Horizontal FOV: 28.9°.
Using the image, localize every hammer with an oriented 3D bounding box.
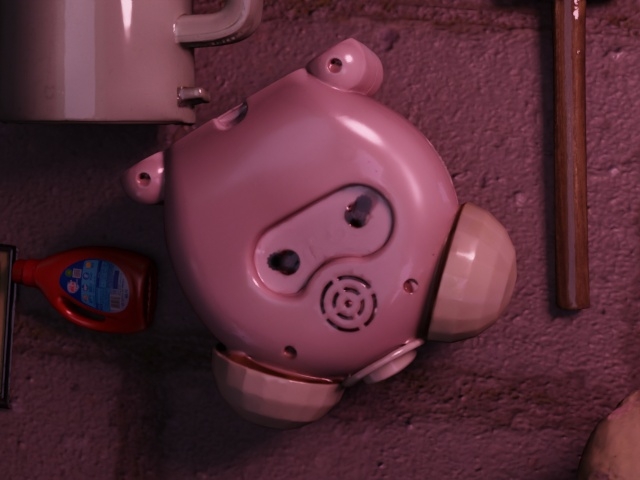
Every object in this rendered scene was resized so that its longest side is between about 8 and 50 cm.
[{"bbox_3d":[0.261,-0.111,1.287,0.111,0.043,0.366,-1,96,10],"label":"hammer"}]

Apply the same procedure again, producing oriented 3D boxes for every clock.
[{"bbox_3d":[0.000,0.000,1.281,0.342,0.184,0.326,-29,93,17],"label":"clock"}]

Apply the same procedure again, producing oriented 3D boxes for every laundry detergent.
[{"bbox_3d":[-0.267,0.051,1.395,0.165,0.049,0.097,7,99,13],"label":"laundry detergent"}]

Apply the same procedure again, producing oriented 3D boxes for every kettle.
[{"bbox_3d":[-0.209,-0.274,1.259,0.265,0.205,0.318,6,96,49],"label":"kettle"}]

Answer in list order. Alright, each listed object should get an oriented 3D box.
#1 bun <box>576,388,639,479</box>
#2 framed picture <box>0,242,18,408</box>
[{"bbox_3d":[0.343,0.247,1.188,0.168,0.273,0.273,-6,93,41],"label":"bun"},{"bbox_3d":[-0.447,0.090,1.449,0.199,0.010,0.195,6,95,11],"label":"framed picture"}]
